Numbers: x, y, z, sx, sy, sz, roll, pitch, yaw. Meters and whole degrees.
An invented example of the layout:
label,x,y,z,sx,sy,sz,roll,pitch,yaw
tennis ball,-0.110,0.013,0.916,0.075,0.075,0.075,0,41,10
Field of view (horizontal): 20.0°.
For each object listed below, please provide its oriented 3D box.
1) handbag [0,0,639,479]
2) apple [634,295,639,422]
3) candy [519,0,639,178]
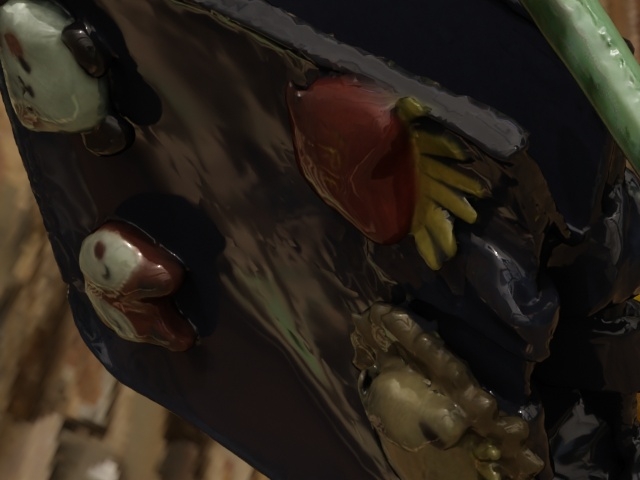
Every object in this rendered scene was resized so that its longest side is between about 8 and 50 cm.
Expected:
label,x,y,z,sx,sy,sz,roll,pitch,yaw
handbag,0.000,0.000,0.754,0.122,0.303,0.329,-37,51,-24
apple,0.171,0.071,1.052,0.102,0.099,0.114,-47,60,44
candy,0.107,0.008,0.460,0.097,0.097,0.323,-38,75,28
